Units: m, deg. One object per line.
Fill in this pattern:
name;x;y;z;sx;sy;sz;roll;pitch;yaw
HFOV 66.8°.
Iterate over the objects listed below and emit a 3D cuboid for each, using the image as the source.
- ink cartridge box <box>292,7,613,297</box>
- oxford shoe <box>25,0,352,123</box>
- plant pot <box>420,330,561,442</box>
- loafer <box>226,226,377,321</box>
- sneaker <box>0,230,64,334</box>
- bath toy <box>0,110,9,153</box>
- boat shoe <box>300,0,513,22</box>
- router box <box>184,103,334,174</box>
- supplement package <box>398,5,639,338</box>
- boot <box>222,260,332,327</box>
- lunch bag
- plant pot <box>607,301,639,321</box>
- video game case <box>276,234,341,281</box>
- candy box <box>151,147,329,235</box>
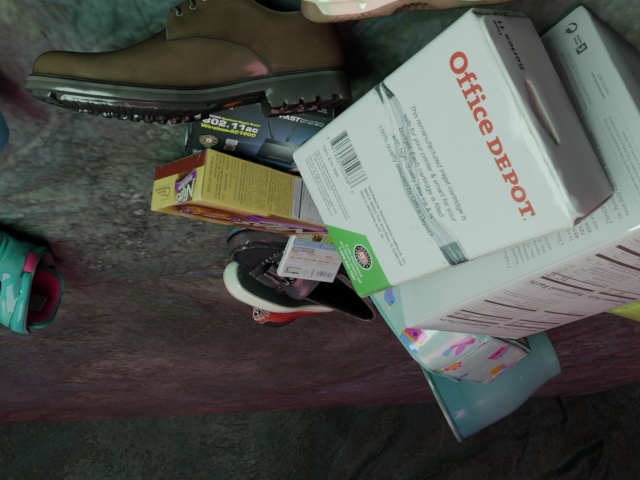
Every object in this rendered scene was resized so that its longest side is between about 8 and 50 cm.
ink cartridge box;0.092;-0.056;0.393;0.087;0.153;0.208;-23;178;-40
oxford shoe;-0.092;-0.137;0.357;0.227;0.096;0.083;-11;-170;-19
plant pot;0.354;0.252;1.055;0.255;0.271;0.271;-27;150;6
loafer;-0.007;0.054;0.739;0.109;0.095;0.303;-28;146;37
sneaker;-0.460;0.073;0.670;0.178;0.123;0.295;25;140;-31
bath toy;-0.438;-0.069;0.378;0.348;0.129;0.151;-15;118;15
boat shoe;0.078;-0.191;0.312;0.190;0.068;0.072;-11;125;-5
router box;-0.060;-0.112;0.464;0.123;0.038;0.092;6;151;-23
supplement package;0.227;-0.035;0.495;0.198;0.199;0.263;12;148;-33
boot;-0.099;0.102;0.834;0.176;0.088;0.244;-25;151;35
lunch bag;0.180;0.088;0.716;0.108;0.224;0.279;-42;140;19
plant pot;0.456;0.010;0.586;0.254;0.276;0.276;9;150;-12
video game case;0.000;0.000;0.656;0.087;0.011;0.122;10;116;-28
candy box;-0.071;-0.044;0.529;0.187;0.053;0.109;13;169;-42
